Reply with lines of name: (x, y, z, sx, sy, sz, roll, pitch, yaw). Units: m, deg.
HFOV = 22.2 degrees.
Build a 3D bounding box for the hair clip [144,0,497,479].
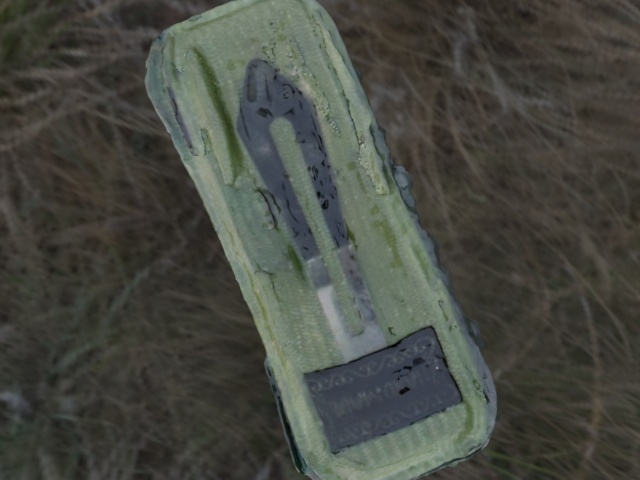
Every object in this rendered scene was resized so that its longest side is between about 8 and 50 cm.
hair clip: (0.000, 0.001, 1.017, 0.138, 0.091, 0.321, -20, 77, -5)
